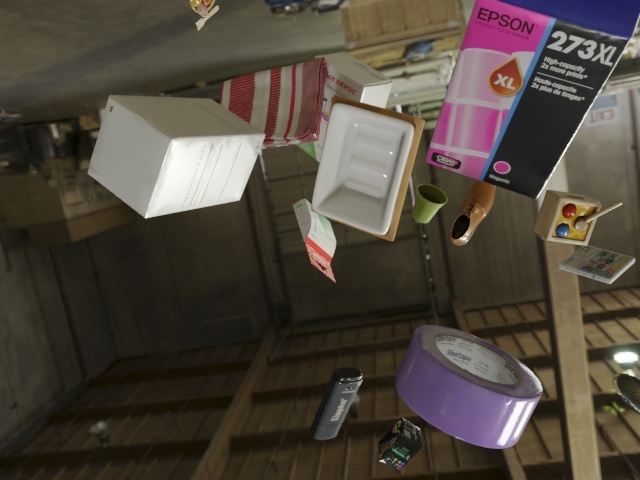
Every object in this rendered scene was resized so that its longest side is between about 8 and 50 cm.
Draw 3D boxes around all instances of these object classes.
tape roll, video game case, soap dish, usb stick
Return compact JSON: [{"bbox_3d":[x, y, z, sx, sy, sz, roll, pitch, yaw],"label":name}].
[{"bbox_3d":[0.206,0.199,0.832,0.189,0.080,0.189,18,-165,-5],"label":"tape roll"},{"bbox_3d":[0.766,0.063,1.638,0.157,0.019,0.143,-25,-148,-36],"label":"video game case"},{"bbox_3d":[0.112,-0.173,1.394,0.229,0.290,0.118,21,-157,23],"label":"soap dish"},{"bbox_3d":[0.036,0.403,1.444,0.077,0.278,0.045,5,-138,-14],"label":"usb stick"}]

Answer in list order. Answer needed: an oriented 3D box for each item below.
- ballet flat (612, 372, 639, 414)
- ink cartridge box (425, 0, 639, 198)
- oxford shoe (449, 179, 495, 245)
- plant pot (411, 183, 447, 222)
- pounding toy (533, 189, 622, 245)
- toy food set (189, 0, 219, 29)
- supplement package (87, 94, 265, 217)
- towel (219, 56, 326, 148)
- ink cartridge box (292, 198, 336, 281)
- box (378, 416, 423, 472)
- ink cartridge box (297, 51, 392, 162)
[{"bbox_3d":[0.606,0.305,1.131,0.057,0.173,0.049,-58,-157,-14],"label":"ballet flat"},{"bbox_3d":[0.260,-0.212,0.747,0.176,0.371,0.069,21,-126,10],"label":"ink cartridge box"},{"bbox_3d":[0.414,-0.085,1.603,0.076,0.212,0.076,25,-177,21],"label":"oxford shoe"},{"bbox_3d":[0.270,-0.089,1.511,0.083,0.079,0.083,13,-140,-11],"label":"plant pot"},{"bbox_3d":[0.621,-0.058,1.433,0.141,0.130,0.100,8,-160,-10],"label":"pounding toy"},{"bbox_3d":[-0.355,-0.752,1.805,0.039,0.192,0.132,25,-116,22],"label":"toy food set"},{"bbox_3d":[-0.288,-0.180,1.217,0.177,0.175,0.293,35,-155,20],"label":"supplement package"},{"bbox_3d":[-0.143,-0.357,1.582,0.329,0.237,0.037,-4,161,27],"label":"towel"},{"bbox_3d":[0.000,0.000,1.860,0.056,0.224,0.181,-29,146,14],"label":"ink cartridge box"},{"bbox_3d":[0.165,0.424,1.228,0.083,0.052,0.062,-53,-171,19],"label":"box"},{"bbox_3d":[0.058,-0.351,1.642,0.117,0.278,0.201,-20,-132,-39],"label":"ink cartridge box"}]
